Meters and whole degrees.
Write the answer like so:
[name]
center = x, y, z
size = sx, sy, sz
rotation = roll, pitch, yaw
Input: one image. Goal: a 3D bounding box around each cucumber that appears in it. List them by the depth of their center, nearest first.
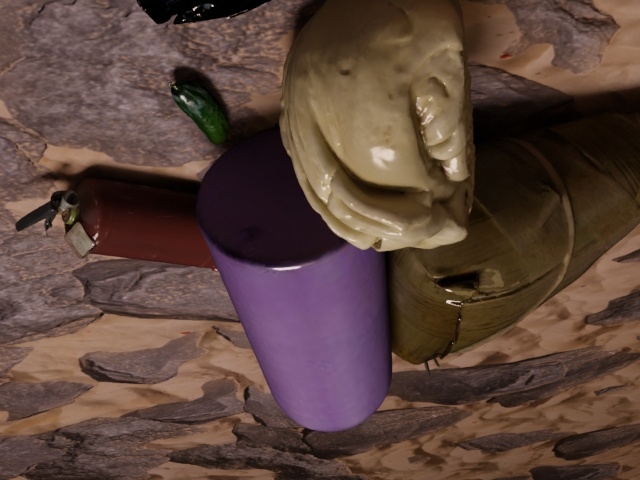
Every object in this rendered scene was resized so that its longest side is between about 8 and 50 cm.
[cucumber]
center = -0.130, -0.144, 1.463
size = 0.039, 0.039, 0.168
rotation = -15, 158, 9

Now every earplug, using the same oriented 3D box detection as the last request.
[earplug]
center = -0.005, 0.081, 1.656
size = 0.215, 0.215, 0.456
rotation = -12, 140, 1

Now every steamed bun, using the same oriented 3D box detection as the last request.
[steamed bun]
center = 0.053, -0.126, 1.336
size = 0.203, 0.276, 0.289
rotation = -2, -179, 8

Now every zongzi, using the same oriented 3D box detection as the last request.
[zongzi]
center = 0.299, 0.012, 1.784
size = 0.466, 0.218, 0.500
rotation = -13, 159, -10

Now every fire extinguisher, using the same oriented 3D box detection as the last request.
[fire extinguisher]
center = -0.230, -0.019, 1.616
size = 0.268, 0.105, 0.105
rotation = 7, 150, -36

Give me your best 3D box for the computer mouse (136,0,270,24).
[computer mouse]
center = -0.080, -0.259, 1.194
size = 0.146, 0.078, 0.241
rotation = 11, 148, -35
